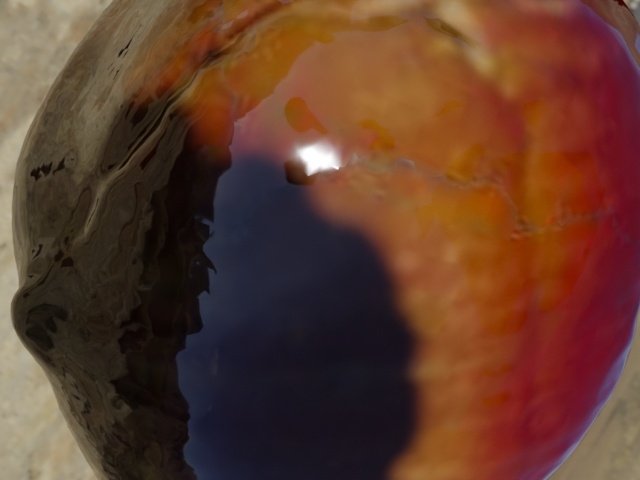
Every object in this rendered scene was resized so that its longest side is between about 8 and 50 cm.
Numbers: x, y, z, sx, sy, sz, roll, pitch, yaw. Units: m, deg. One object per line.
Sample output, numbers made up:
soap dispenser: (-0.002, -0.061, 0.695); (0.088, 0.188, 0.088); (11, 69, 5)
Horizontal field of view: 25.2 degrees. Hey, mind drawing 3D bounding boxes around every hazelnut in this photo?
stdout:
hazelnut: (0.000, 0.000, 0.475); (0.229, 0.229, 0.229); (-48, 157, -28)
